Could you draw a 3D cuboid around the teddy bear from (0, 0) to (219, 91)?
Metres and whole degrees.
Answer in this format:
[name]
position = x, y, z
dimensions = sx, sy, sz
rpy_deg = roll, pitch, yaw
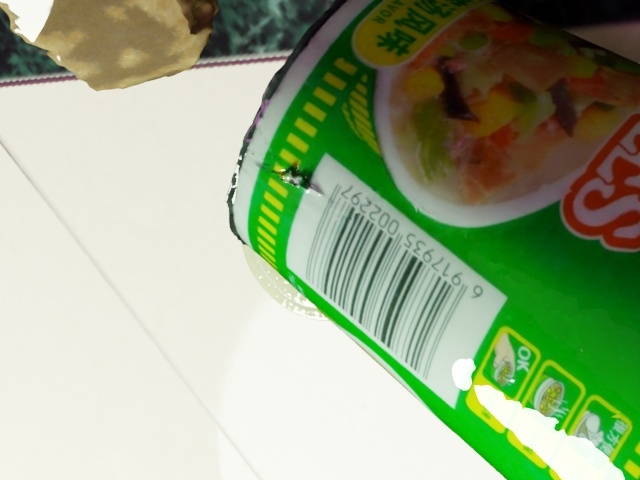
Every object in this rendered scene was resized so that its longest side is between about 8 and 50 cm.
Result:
[teddy bear]
position = -0.122, -0.227, 0.629
dimensions = 0.246, 0.222, 0.296
rpy_deg = -23, 146, 30

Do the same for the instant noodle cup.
[instant noodle cup]
position = 0.092, 0.007, 0.602
dimensions = 0.233, 0.207, 0.207
rpy_deg = 34, 128, 17

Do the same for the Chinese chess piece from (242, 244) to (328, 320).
[Chinese chess piece]
position = 0.000, 0.000, 0.741
dimensions = 0.084, 0.034, 0.084
rpy_deg = 13, 121, 24
